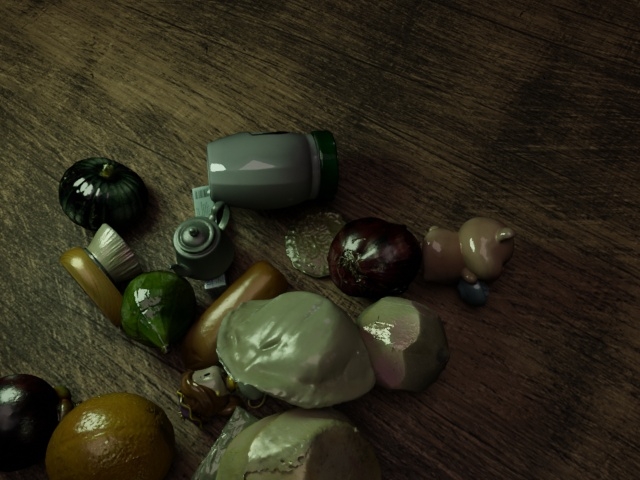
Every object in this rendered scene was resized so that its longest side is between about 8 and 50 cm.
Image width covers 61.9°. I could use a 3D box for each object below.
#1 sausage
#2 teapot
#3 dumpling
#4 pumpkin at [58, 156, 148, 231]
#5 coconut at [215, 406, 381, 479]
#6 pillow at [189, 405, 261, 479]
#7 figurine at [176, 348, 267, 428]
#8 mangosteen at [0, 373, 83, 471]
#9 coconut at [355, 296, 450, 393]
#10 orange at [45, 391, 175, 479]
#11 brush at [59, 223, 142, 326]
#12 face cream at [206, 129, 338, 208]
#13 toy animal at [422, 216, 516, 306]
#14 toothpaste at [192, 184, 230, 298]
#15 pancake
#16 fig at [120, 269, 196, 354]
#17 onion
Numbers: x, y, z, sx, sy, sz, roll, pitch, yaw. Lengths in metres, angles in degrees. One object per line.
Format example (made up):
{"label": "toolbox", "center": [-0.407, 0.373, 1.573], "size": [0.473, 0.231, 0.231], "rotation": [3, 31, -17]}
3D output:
{"label": "sausage", "center": [-0.238, 0.207, 1.429], "size": [0.134, 0.116, 0.354], "rotation": [40, 76, 9]}
{"label": "teapot", "center": [-0.319, -0.004, 1.425], "size": [0.162, 0.149, 0.239], "rotation": [29, 68, 18]}
{"label": "dumpling", "center": [-0.080, 0.236, 1.216], "size": [0.315, 0.233, 0.395], "rotation": [-7, 32, -40]}
{"label": "pumpkin", "center": [-0.642, -0.145, 1.586], "size": [0.249, 0.216, 0.250], "rotation": [18, 42, -17]}
{"label": "coconut", "center": [-0.057, 0.523, 1.142], "size": [0.352, 0.353, 0.353], "rotation": [-2, 63, 4]}
{"label": "pillow", "center": [-0.203, 0.528, 1.272], "size": [0.148, 0.050, 0.230], "rotation": [37, 70, -9]}
{"label": "figurine", "center": [-0.238, 0.360, 1.331], "size": [0.263, 0.142, 0.190], "rotation": [-23, 97, -10]}
{"label": "mangosteen", "center": [-0.708, 0.435, 1.299], "size": [0.265, 0.228, 0.228], "rotation": [0, 58, -31]}
{"label": "coconut", "center": [0.200, 0.259, 1.290], "size": [0.230, 0.227, 0.227], "rotation": [12, 60, 44]}
{"label": "orange", "center": [-0.472, 0.480, 1.218], "size": [0.273, 0.274, 0.275], "rotation": [-2, 63, 4]}
{"label": "brush", "center": [-0.580, 0.101, 1.486], "size": [0.166, 0.174, 0.267], "rotation": [-38, 80, -23]}
{"label": "face cream", "center": [-0.142, -0.203, 1.534], "size": [0.356, 0.312, 0.220], "rotation": [-4, 104, -13]}
{"label": "toy animal", "center": [0.383, 0.033, 1.421], "size": [0.221, 0.210, 0.230], "rotation": [28, 95, 16]}
{"label": "toothpaste", "center": [-0.318, -0.001, 1.554], "size": [0.067, 0.081, 0.337], "rotation": [-12, 63, -2]}
{"label": "pancake", "center": [0.000, 0.000, 1.557], "size": [0.211, 0.029, 0.235], "rotation": [10, 65, 10]}
{"label": "fig", "center": [-0.408, 0.192, 1.364], "size": [0.203, 0.203, 0.235], "rotation": [-32, 27, -11]}
{"label": "onion", "center": [0.148, 0.043, 1.389], "size": [0.280, 0.281, 0.222], "rotation": [-12, 87, -1]}
